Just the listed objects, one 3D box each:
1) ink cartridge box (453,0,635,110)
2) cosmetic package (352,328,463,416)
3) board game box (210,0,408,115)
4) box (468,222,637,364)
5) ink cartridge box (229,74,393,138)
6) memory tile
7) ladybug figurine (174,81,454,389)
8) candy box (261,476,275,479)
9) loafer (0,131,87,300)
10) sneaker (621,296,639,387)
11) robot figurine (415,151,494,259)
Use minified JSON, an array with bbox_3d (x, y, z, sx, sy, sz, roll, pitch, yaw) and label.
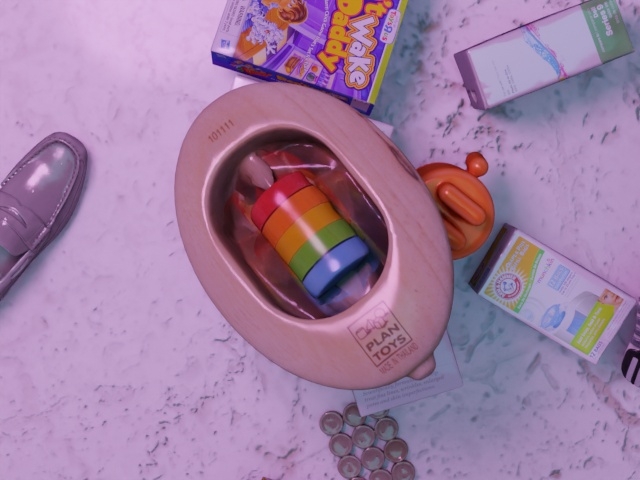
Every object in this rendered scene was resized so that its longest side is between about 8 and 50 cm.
[{"bbox_3d":[0.304,-0.259,1.563,0.212,0.154,0.093,-23,96,3],"label":"ink cartridge box"},{"bbox_3d":[0.102,0.138,1.597,0.151,0.183,0.151,-18,96,3],"label":"cosmetic package"},{"bbox_3d":[0.014,-0.376,1.554,0.233,0.078,0.347,18,84,-2],"label":"board game box"},{"bbox_3d":[0.331,0.074,1.628,0.203,0.103,0.114,31,95,-3],"label":"box"},{"bbox_3d":[-0.036,-0.120,1.608,0.237,0.100,0.172,18,96,-2],"label":"ink cartridge box"},{"bbox_3d":[0.072,0.313,1.704,0.113,0.012,0.148,-21,96,3],"label":"memory tile"},{"bbox_3d":[0.000,0.000,1.442,0.305,0.162,0.449,-37,73,7],"label":"ladybug figurine"},{"bbox_3d":[0.011,0.431,1.645,0.233,0.159,0.071,17,95,-2],"label":"candy box"},{"bbox_3d":[-0.442,-0.014,1.617,0.112,0.111,0.319,32,96,-3],"label":"loafer"},{"bbox_3d":[0.505,0.097,1.611,0.086,0.132,0.228,32,130,21],"label":"sneaker"},{"bbox_3d":[0.167,-0.042,1.557,0.128,0.219,0.158,-1,98,-1],"label":"robot figurine"}]
